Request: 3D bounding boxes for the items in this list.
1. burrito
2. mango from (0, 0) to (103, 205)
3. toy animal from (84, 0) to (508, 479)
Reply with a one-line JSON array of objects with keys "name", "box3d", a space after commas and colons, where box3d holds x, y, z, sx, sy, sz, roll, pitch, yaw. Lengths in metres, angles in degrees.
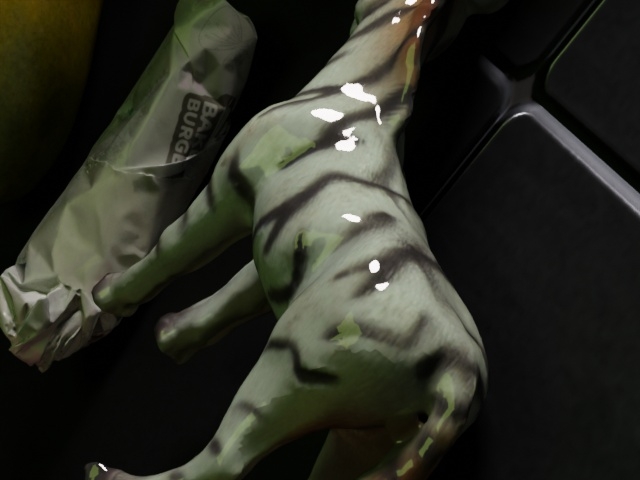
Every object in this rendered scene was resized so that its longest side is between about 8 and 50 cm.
[{"name": "burrito", "box3d": [-0.087, -0.030, 0.687, 0.203, 0.064, 0.064, -60, 33, -4]}, {"name": "mango", "box3d": [-0.189, -0.164, 0.868, 0.146, 0.129, 0.289, -39, 47, 25]}, {"name": "toy animal", "box3d": [-0.013, 0.004, 0.538, 0.170, 0.089, 0.255, -26, 48, 36]}]
